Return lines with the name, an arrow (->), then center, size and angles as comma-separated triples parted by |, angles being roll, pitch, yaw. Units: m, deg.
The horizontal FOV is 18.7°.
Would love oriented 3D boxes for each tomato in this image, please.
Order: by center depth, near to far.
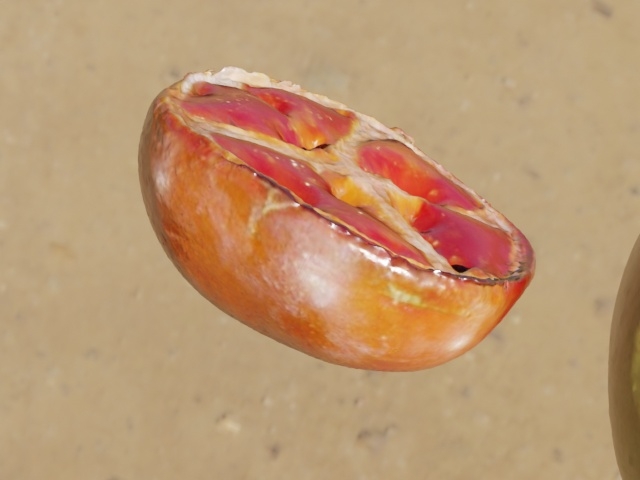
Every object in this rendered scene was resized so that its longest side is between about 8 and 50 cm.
tomato -> 0.000, 0.000, 0.712 | 0.155, 0.069, 0.155 | 25, 19, -9

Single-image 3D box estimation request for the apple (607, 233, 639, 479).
apple -> 0.356, 0.100, 1.290 | 0.338, 0.305, 0.338 | 12, 19, -4
